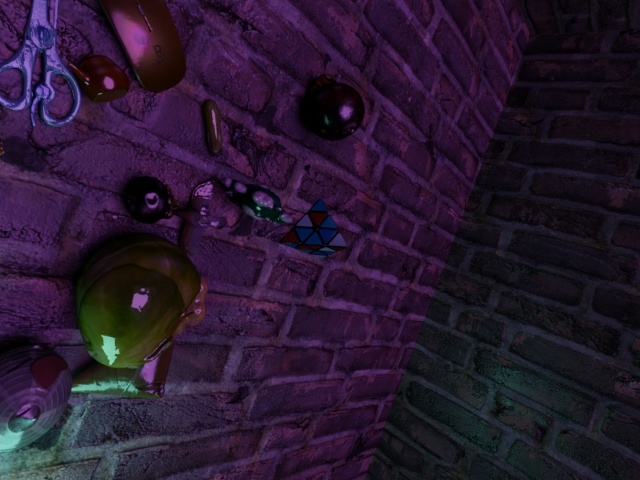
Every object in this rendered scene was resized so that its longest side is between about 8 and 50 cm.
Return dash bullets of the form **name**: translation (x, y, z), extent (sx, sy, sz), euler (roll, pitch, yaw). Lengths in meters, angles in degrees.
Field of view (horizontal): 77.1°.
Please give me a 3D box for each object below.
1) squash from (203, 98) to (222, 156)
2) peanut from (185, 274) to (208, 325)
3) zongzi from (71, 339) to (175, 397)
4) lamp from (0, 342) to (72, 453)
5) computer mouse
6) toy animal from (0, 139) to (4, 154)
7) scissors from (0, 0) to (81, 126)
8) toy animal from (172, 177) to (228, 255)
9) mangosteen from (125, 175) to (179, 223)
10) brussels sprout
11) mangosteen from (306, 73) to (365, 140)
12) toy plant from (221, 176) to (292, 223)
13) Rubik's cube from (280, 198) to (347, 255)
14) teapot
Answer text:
- **squash**: translation (-0.342, -0.355, 1.282), extent (0.052, 0.052, 0.183), euler (-23, 125, -40)
- **peanut**: translation (-0.431, 0.209, 1.386), extent (0.089, 0.089, 0.192), euler (-5, 110, -46)
- **zongzi**: translation (-0.611, 0.338, 1.235), extent (0.300, 0.145, 0.273), euler (16, 81, -28)
- **lamp**: translation (-0.753, 0.392, 1.004), extent (0.265, 0.233, 0.233), euler (-49, 136, -29)
- **computer mouse**: translation (-0.463, -0.551, 1.051), extent (0.158, 0.072, 0.310), euler (-41, 131, -31)
- **toy animal**: translation (-0.760, -0.155, 0.881), extent (0.155, 0.219, 0.095), euler (-46, 170, 30)
- **scissors**: translation (-0.637, -0.460, 0.927), extent (0.180, 0.032, 0.392), euler (4, 103, -49)
- **toy animal**: translation (-0.401, -0.087, 1.269), extent (0.197, 0.160, 0.272), euler (19, 84, -48)
- **mangosteen**: translation (-0.482, -0.114, 1.162), extent (0.151, 0.137, 0.137), euler (6, 102, -40)
- **brussels sprout**: translation (-0.526, 0.158, 1.130), extent (0.371, 0.276, 0.315), euler (-63, 155, -14)
- **mangosteen**: translation (0.045, -0.514, 1.536), extent (0.228, 0.228, 0.265), euler (-14, 74, -44)
- **toy plant**: translation (-0.214, -0.133, 1.360), extent (0.112, 0.243, 0.232), euler (-63, 166, -7)
- **Rubik's cube**: translation (0.000, 0.000, 1.660), extent (0.250, 0.234, 0.284), euler (-14, 117, -43)
- **teapot**: translation (-0.545, -0.412, 1.003), extent (0.173, 0.116, 0.116), euler (-46, 141, -63)
